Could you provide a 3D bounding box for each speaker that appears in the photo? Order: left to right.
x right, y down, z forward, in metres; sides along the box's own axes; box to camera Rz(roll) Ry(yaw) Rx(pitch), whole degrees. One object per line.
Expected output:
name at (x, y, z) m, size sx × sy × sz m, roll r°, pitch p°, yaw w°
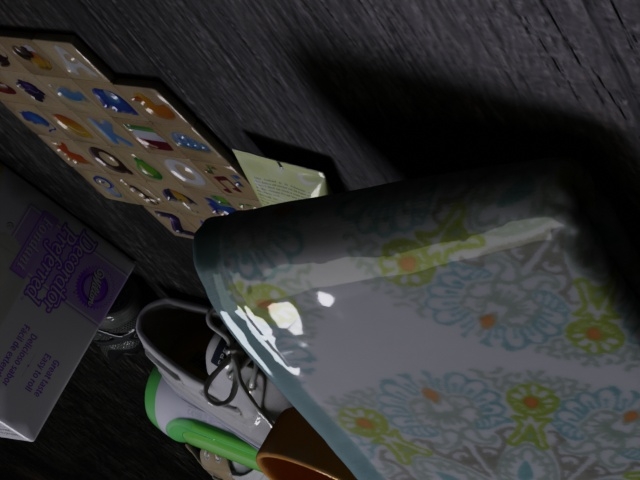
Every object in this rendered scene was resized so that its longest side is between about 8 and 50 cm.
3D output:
speaker at (-0.062, 0.212, 2.135) m, size 0.296 × 0.131 × 0.131 m, roll 17°, pitch 158°, yaw 33°

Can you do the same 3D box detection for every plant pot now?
plant pot at (0.070, 0.179, 1.752) m, size 0.205 × 0.188 × 0.205 m, roll 27°, pitch 162°, yaw 10°

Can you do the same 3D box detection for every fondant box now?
fondant box at (-0.397, 0.033, 1.973) m, size 0.330 × 0.238 × 0.096 m, roll 39°, pitch 158°, yaw -27°

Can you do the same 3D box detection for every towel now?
towel at (0.122, 0.084, 1.423) m, size 0.320 × 0.090 × 0.374 m, roll -12°, pitch 135°, yaw 29°

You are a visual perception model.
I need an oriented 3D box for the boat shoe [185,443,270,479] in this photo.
boat shoe at (-0.108, 0.278, 2.398) m, size 0.103 × 0.113 × 0.302 m, roll 27°, pitch 163°, yaw -11°

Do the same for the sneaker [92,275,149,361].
sneaker at (-0.290, 0.082, 2.187) m, size 0.227 × 0.087 × 0.130 m, roll 11°, pitch 149°, yaw 30°

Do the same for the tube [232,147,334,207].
tube at (0.000, 0.000, 1.605) m, size 0.070 × 0.062 × 0.240 m, roll -21°, pitch 141°, yaw 6°

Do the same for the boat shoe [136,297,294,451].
boat shoe at (-0.078, 0.133, 1.973) m, size 0.367 × 0.136 × 0.156 m, roll 24°, pitch 160°, yaw 47°

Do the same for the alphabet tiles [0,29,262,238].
alphabet tiles at (-0.178, -0.089, 1.693) m, size 0.285 × 0.011 × 0.342 m, roll 11°, pitch 155°, yaw 44°
